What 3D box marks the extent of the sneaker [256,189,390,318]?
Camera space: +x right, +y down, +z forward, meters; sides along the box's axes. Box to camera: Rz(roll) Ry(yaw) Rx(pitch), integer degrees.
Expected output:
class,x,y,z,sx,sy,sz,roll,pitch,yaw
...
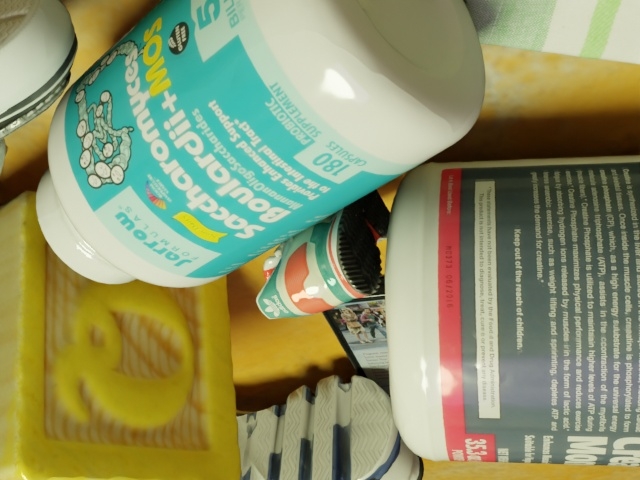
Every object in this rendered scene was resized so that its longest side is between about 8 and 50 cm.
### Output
class,x,y,z,sx,sy,sz,roll,pitch,yaw
sneaker,0.000,0.000,0.563,0.075,0.161,0.057,-25,106,17

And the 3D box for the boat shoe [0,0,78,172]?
class,x,y,z,sx,sy,sz,roll,pitch,yaw
boat shoe,-0.254,-0.067,0.561,0.335,0.121,0.119,-9,135,36

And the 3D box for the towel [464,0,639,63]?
class,x,y,z,sx,sy,sz,roll,pitch,yaw
towel,0.245,-0.164,0.408,0.324,0.038,0.248,8,142,0

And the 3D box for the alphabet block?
class,x,y,z,sx,sy,sz,roll,pitch,yaw
alphabet block,-0.196,0.103,0.657,0.197,0.193,0.192,-23,155,32

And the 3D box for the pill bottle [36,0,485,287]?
class,x,y,z,sx,sy,sz,roll,pitch,yaw
pill bottle,-0.052,-0.064,0.497,0.146,0.146,0.264,35,134,-29

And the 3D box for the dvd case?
class,x,y,z,sx,sy,sz,roll,pitch,yaw
dvd case,0.121,0.108,0.780,0.180,0.022,0.253,-7,139,20

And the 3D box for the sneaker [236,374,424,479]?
class,x,y,z,sx,sy,sz,roll,pitch,yaw
sneaker,-0.035,0.229,0.867,0.315,0.127,0.182,-11,143,28

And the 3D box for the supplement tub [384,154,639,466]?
class,x,y,z,sx,sy,sz,roll,pitch,yaw
supplement tub,0.184,0.042,0.552,0.272,0.191,0.191,-1,141,12
